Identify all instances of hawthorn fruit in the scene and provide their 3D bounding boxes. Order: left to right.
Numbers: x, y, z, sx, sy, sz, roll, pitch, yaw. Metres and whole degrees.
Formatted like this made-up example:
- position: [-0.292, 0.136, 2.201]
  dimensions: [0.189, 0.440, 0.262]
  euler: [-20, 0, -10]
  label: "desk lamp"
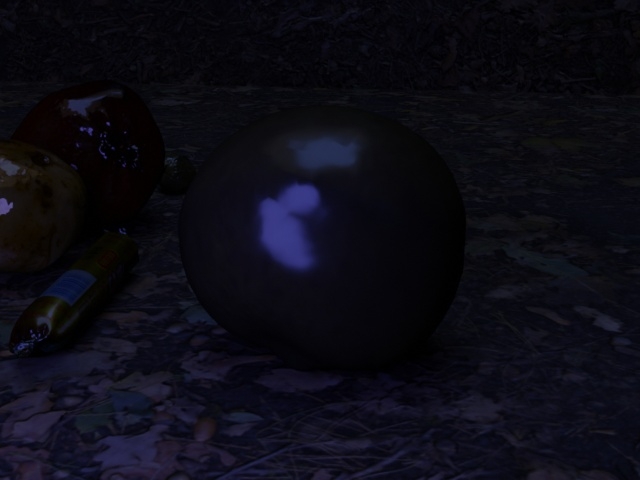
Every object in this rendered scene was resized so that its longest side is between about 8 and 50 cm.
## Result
- position: [-0.439, -0.149, 1.670]
  dimensions: [0.307, 0.265, 0.265]
  euler: [-1, 13, 42]
  label: "hawthorn fruit"

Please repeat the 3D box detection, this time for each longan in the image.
- position: [0.000, 0.000, 1.145]
  dimensions: [0.361, 0.361, 0.361]
  euler: [1, 19, 0]
  label: "longan"

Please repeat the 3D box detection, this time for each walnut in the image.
- position: [-0.304, -0.143, 1.907]
  dimensions: [0.092, 0.092, 0.092]
  euler: [1, 19, 0]
  label: "walnut"

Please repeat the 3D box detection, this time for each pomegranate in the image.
- position: [-0.478, -0.046, 1.437]
  dimensions: [0.215, 0.215, 0.215]
  euler: [1, 19, 0]
  label: "pomegranate"

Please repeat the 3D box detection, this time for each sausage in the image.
- position: [-0.338, 0.073, 1.270]
  dimensions: [0.082, 0.082, 0.371]
  euler: [2, 19, 5]
  label: "sausage"
